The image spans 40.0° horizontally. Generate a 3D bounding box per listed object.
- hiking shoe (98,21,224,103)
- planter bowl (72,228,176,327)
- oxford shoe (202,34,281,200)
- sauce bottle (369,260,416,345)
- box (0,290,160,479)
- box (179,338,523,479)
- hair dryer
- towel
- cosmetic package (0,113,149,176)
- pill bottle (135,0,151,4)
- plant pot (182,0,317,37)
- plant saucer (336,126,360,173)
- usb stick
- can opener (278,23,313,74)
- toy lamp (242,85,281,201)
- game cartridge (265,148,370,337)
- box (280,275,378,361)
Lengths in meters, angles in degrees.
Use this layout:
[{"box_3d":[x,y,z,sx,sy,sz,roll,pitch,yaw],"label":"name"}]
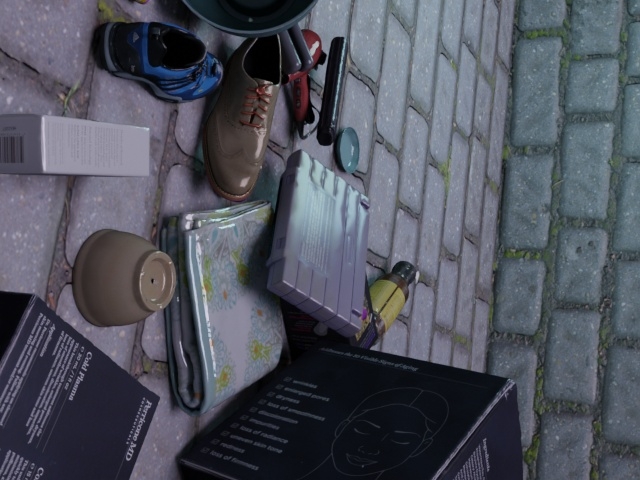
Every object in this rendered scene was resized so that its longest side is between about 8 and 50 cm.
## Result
[{"box_3d":[-0.239,-0.299,1.503,0.304,0.132,0.113,-3,94,-64],"label":"hiking shoe"},{"box_3d":[-0.304,0.062,1.422,0.162,0.109,0.162,-4,95,-64],"label":"planter bowl"},{"box_3d":[-0.143,-0.247,1.663,0.123,0.130,0.348,12,67,-20],"label":"oxford shoe"},{"box_3d":[0.176,0.162,2.389,0.344,0.111,0.111,-43,130,-54],"label":"sauce bottle"},{"box_3d":[-0.411,0.285,1.142,0.312,0.179,0.343,56,43,-48],"label":"box"},{"box_3d":[0.077,0.458,1.715,0.472,0.480,0.297,-37,125,-45],"label":"box"},{"box_3d":[-0.032,-0.351,1.941,0.293,0.080,0.223,13,79,-71],"label":"hair dryer"},{"box_3d":[-0.176,0.115,1.705,0.320,0.090,0.374,-18,108,-61],"label":"towel"},{"box_3d":[-0.363,-0.134,1.282,0.231,0.117,0.085,-9,101,-64],"label":"cosmetic package"},{"box_3d":[-0.312,-0.422,1.447,0.083,0.043,0.043,12,81,-63],"label":"pill bottle"},{"box_3d":[-0.122,-0.501,1.607,0.196,0.293,0.293,-144,-124,-90],"label":"plant pot"},{"box_3d":[0.067,-0.231,2.247,0.119,0.021,0.119,-7,97,-63],"label":"plant saucer"},{"box_3d":[0.028,-0.345,2.011,0.077,0.045,0.278,102,-4,-62],"label":"usb stick"},{"box_3d":[-0.085,-0.476,1.781,0.074,0.093,0.280,-21,93,-40],"label":"can opener"},{"box_3d":[-0.143,-0.206,1.768,0.080,0.080,0.274,51,46,-53],"label":"toy lamp"},{"box_3d":[0.000,0.000,1.813,0.230,0.068,0.355,31,45,-27],"label":"game cartridge"},{"box_3d":[0.014,0.139,2.001,0.143,0.165,0.270,-45,131,-53],"label":"box"}]
